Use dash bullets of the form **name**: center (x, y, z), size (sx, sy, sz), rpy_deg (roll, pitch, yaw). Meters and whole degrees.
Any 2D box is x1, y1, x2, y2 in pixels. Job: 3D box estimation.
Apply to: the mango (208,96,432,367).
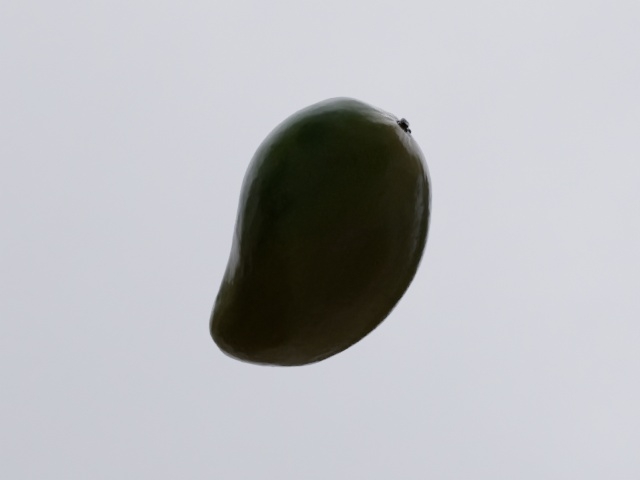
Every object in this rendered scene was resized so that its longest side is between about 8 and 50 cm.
- **mango**: center (0.004, -0.001, 1.183), size (0.122, 0.085, 0.191), rpy_deg (8, -59, -14)
